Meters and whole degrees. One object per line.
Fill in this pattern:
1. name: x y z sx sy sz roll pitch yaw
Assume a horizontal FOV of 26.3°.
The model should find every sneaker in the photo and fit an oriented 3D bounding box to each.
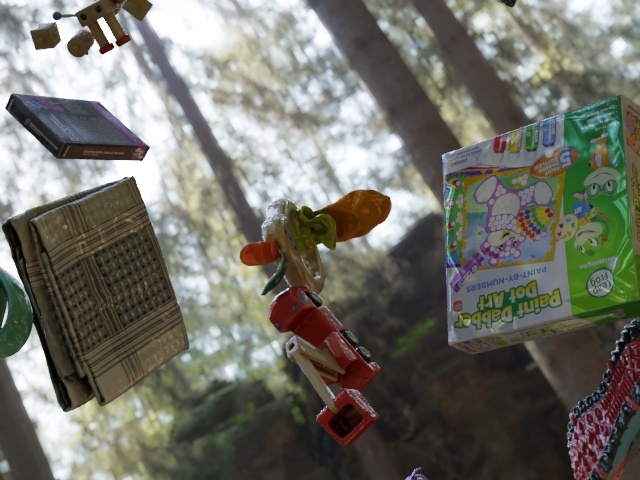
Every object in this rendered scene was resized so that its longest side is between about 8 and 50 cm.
1. sneaker: 0.369 0.199 1.530 0.125 0.104 0.262 7 -47 -17

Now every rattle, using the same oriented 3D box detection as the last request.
1. rattle: 0.000 0.000 1.593 0.143 0.130 0.200 -4 -4 12

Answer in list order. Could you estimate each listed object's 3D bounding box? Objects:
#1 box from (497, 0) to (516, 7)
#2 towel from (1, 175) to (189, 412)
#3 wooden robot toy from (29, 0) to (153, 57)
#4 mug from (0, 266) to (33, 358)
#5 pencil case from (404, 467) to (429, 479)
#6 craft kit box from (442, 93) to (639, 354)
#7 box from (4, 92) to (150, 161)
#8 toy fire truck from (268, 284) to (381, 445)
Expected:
1. box: 0.225 -0.488 1.754 0.294 0.183 0.296 -65 -11 5
2. towel: -0.331 0.074 2.107 0.056 0.312 0.324 -11 10 31
3. wooden robot toy: -0.278 -0.282 1.734 0.173 0.079 0.076 -21 -68 21
4. mug: -0.276 0.044 0.971 0.158 0.097 0.129 12 -23 -4
5. pencil case: 0.067 0.378 1.733 0.206 0.088 0.086 -35 -15 14
6. craft kit box: 0.254 -0.014 1.555 0.250 0.246 0.061 -18 -26 37
7. box: -0.314 -0.145 1.773 0.162 0.116 0.029 0 -54 -56
8. toy fire truck: 0.002 0.131 1.500 0.047 0.192 0.135 -47 -17 18
